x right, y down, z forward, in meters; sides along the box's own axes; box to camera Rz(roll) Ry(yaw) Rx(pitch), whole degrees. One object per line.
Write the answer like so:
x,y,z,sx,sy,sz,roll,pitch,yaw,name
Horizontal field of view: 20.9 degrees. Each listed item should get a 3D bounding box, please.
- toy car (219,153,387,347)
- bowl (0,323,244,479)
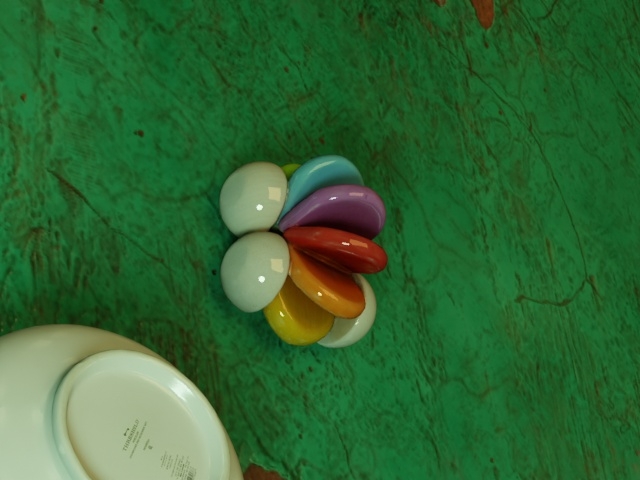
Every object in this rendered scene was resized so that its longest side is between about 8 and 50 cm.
0.000,0.000,1.580,0.159,0.136,0.182,24,49,-37,toy car
-0.159,0.171,1.253,0.298,0.134,0.298,24,44,-26,bowl
